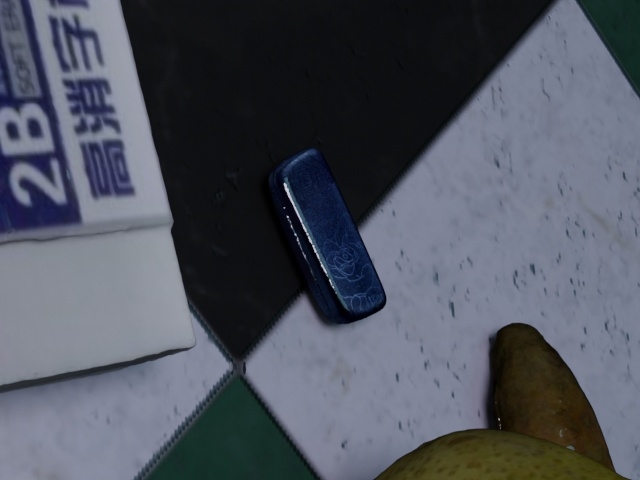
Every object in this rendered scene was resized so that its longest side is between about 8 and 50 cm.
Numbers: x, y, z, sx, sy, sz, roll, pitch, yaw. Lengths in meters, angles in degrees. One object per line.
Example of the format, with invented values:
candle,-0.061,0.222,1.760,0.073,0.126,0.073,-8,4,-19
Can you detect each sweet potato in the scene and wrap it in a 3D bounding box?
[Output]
sweet potato,0.137,0.170,0.909,0.075,0.075,0.273,-18,84,-44

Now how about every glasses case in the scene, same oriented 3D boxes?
glasses case,0.000,0.000,0.867,0.033,0.023,0.083,-27,93,-39

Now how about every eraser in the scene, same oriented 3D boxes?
eraser,-0.131,-0.046,0.733,0.124,0.068,0.210,-8,82,-46

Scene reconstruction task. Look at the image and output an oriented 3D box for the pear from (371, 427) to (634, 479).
pear,0.094,0.198,0.763,0.188,0.228,0.211,57,54,-68
